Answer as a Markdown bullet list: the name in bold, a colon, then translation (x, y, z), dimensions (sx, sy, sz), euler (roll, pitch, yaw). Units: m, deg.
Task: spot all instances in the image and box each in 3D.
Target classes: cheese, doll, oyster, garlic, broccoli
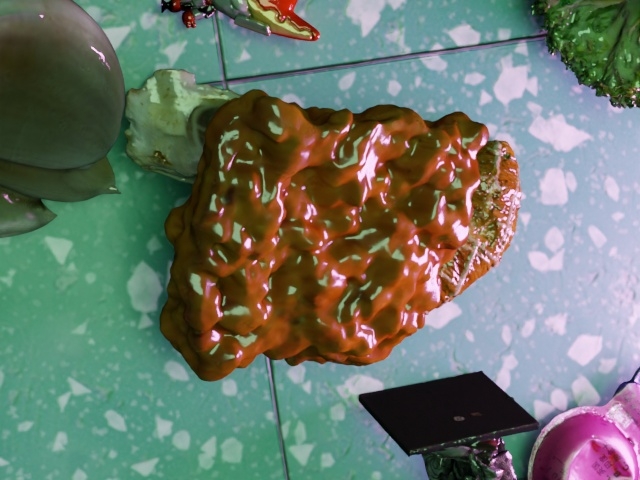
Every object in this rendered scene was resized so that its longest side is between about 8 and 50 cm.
- **cheese**: translation (0.329, 0.241, 1.815), dimensions (0.155, 0.062, 0.244), euler (46, 78, -14)
- **doll**: translation (-0.086, -0.263, 1.679), dimensions (0.169, 0.057, 0.109), euler (-2, 76, -2)
- **oyster**: translation (-0.092, -0.093, 1.654), dimensions (0.233, 0.107, 0.161), euler (5, 53, -12)
- **garlic**: translation (-0.324, -0.130, 1.525), dimensions (0.325, 0.132, 0.279), euler (2, 134, -45)
- **broccoli**: translation (0.340, -0.256, 1.736), dimensions (0.194, 0.194, 0.219), euler (-12, 89, -16)

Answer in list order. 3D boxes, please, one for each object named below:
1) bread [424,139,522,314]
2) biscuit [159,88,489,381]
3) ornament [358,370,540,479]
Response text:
- **bread**: translation (0.162, -0.009, 1.751), dimensions (0.105, 0.076, 0.233), euler (34, 84, -13)
- **biscuit**: translation (0.000, 0.000, 1.593), dimensions (0.312, 0.110, 0.318), euler (3, 116, -28)
- **ornament**: translation (0.148, 0.273, 1.733), dimensions (0.153, 0.166, 0.196), euler (-11, 110, -15)
